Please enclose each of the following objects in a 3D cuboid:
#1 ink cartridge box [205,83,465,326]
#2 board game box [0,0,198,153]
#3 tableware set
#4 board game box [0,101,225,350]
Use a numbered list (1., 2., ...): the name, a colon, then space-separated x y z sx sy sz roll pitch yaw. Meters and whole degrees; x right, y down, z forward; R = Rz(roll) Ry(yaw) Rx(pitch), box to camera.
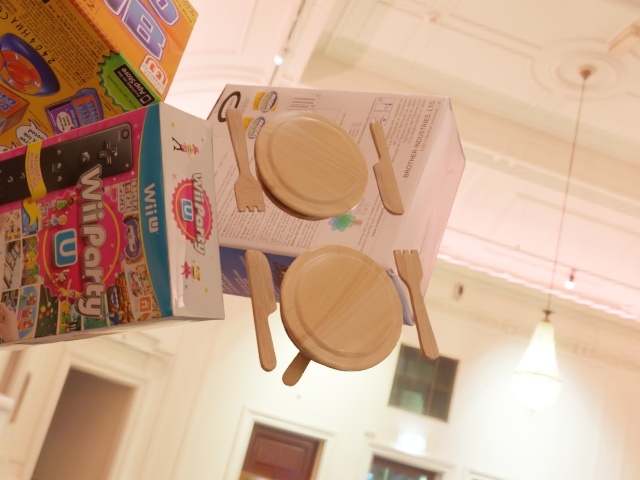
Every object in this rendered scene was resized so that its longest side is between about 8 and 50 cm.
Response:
1. ink cartridge box: -0.038 -0.061 1.036 0.396 0.270 0.151 9 -31 23
2. board game box: -0.477 -0.369 1.324 0.356 0.356 0.356 -25 -56 20
3. tableware set: 0.000 0.000 0.541 0.128 0.194 0.039 1 -26 -26
4. board game box: -0.260 -0.004 0.869 0.303 0.224 0.097 -11 -12 25
